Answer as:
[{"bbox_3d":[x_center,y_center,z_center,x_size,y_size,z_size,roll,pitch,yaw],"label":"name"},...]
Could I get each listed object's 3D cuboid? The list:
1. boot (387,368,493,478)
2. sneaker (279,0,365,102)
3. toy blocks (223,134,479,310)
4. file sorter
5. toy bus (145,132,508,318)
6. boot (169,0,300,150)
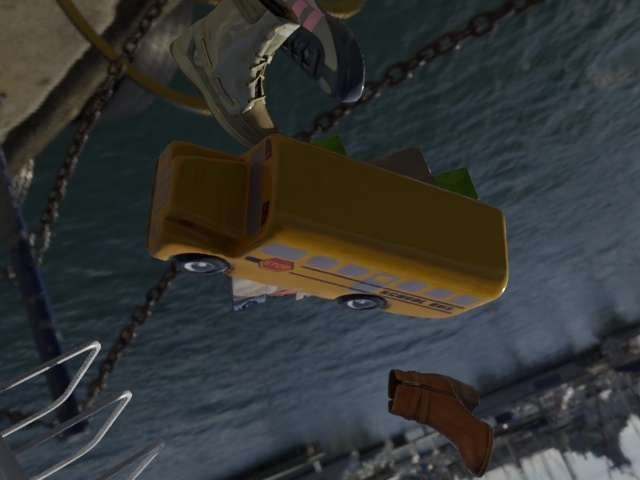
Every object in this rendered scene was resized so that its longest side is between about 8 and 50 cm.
[{"bbox_3d":[0.182,0.284,1.341,0.153,0.197,0.072,16,117,-13],"label":"boot"},{"bbox_3d":[-0.050,-0.314,1.295,0.131,0.319,0.112,-13,140,-28],"label":"sneaker"},{"bbox_3d":[0.000,0.000,1.200,0.382,0.190,0.261,-17,165,-11],"label":"toy blocks"},{"bbox_3d":[-0.249,0.277,0.886,0.173,0.277,0.193,-26,164,-44],"label":"file sorter"},{"bbox_3d":[0.011,-0.011,0.813,0.333,0.108,0.130,15,155,-28],"label":"toy bus"},{"bbox_3d":[-0.083,-0.231,1.140,0.165,0.213,0.077,-37,-178,28],"label":"boot"}]
